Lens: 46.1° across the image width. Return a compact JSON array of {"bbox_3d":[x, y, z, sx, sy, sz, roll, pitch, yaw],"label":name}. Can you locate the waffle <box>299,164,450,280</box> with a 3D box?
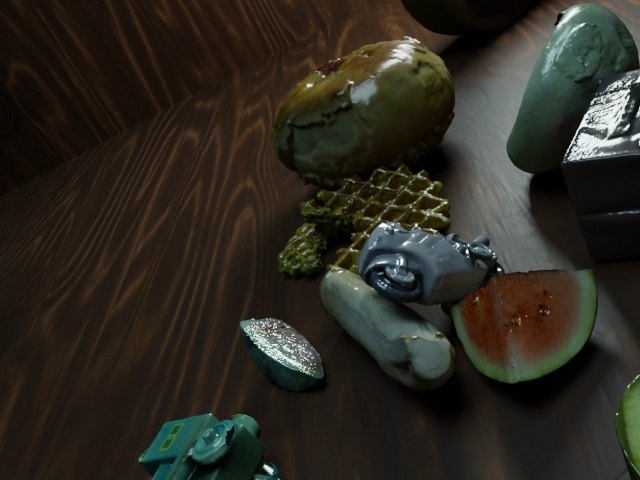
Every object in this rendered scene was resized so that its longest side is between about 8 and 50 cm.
[{"bbox_3d":[0.107,-0.034,1.356,0.260,0.069,0.293,-21,37,1],"label":"waffle"}]

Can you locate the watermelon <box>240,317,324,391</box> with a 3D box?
[{"bbox_3d":[-0.054,0.182,1.176,0.094,0.081,0.180,-21,39,-18],"label":"watermelon"}]

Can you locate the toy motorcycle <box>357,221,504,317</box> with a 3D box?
[{"bbox_3d":[0.145,0.025,1.083,0.260,0.110,0.171,-8,38,-41],"label":"toy motorcycle"}]

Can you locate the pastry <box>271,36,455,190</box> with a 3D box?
[{"bbox_3d":[0.095,-0.257,1.593,0.409,0.245,0.409,-25,23,11],"label":"pastry"}]

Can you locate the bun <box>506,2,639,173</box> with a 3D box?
[{"bbox_3d":[0.436,-0.233,1.241,0.187,0.293,0.293,22,48,15],"label":"bun"}]

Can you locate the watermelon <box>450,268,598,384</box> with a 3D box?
[{"bbox_3d":[0.248,0.108,0.964,0.193,0.137,0.145,-45,-6,-28],"label":"watermelon"}]

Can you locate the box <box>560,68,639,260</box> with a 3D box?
[{"bbox_3d":[0.451,-0.113,1.036,0.153,0.188,0.252,-4,39,39],"label":"box"}]

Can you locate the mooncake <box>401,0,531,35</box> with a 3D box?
[{"bbox_3d":[0.388,-0.751,2.000,0.394,0.393,0.246,0,8,-31],"label":"mooncake"}]

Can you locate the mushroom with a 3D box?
[{"bbox_3d":[0.091,0.124,1.056,0.095,0.123,0.351,-46,22,-7],"label":"mushroom"}]

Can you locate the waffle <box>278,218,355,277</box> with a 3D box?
[{"bbox_3d":[-0.001,-0.003,1.465,0.149,0.051,0.194,-5,35,45],"label":"waffle"}]

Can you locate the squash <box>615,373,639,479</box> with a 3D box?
[{"bbox_3d":[0.377,0.190,0.642,0.220,0.133,0.220,-19,28,10],"label":"squash"}]

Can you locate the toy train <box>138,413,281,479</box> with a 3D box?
[{"bbox_3d":[-0.182,0.353,0.952,0.194,0.120,0.298,-20,27,37],"label":"toy train"}]
